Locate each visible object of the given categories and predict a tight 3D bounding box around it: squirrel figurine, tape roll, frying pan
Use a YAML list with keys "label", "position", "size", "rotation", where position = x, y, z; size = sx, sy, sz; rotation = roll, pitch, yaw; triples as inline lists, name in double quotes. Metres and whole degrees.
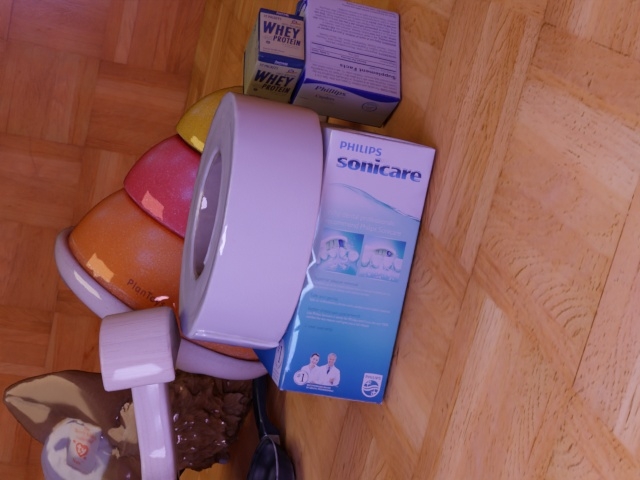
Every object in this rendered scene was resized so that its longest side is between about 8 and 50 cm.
- label: "squirrel figurine"
  position: [-0.239, 0.297, 1.888]
  size: [0.397, 0.370, 0.281]
  rotation: [-27, 78, 23]
- label: "tape roll"
  position: [-0.084, -0.020, 1.347]
  size: [0.286, 0.100, 0.286]
  rotation: [-170, 90, -75]
- label: "frying pan"
  position: [-0.084, 0.337, 1.709]
  size: [0.326, 0.053, 0.197]
  rotation: [-100, 25, -56]

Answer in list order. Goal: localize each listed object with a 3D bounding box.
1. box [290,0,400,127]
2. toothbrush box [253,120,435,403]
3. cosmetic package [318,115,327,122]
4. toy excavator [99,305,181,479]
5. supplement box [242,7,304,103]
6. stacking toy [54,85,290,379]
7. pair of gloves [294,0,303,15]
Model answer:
- label: "box"
  position: [0.030, -0.225, 1.485]
  size: [0.072, 0.126, 0.137]
  rotation: [126, 150, -56]
- label: "toothbrush box"
  position: [0.017, 0.015, 1.389]
  size: [0.216, 0.126, 0.296]
  rotation: [-148, 68, -75]
- label: "cosmetic package"
  position: [-0.025, -0.208, 1.803]
  size: [0.099, 0.060, 0.239]
  rotation: [-126, 47, -68]
- label: "toy excavator"
  position: [-0.176, 0.358, 1.327]
  size: [0.445, 0.222, 0.433]
  rotation: [-102, 3, -51]
- label: "supplement box"
  position: [-0.058, -0.222, 1.451]
  size: [0.083, 0.056, 0.083]
  rotation: [118, 156, -51]
- label: "stacking toy"
  position: [-0.106, -0.083, 1.614]
  size: [0.480, 0.350, 0.350]
  rotation: [-58, 20, 10]
- label: "pair of gloves"
  position: [-0.052, -0.283, 1.916]
  size: [0.159, 0.023, 0.198]
  rotation: [-72, -3, -47]
